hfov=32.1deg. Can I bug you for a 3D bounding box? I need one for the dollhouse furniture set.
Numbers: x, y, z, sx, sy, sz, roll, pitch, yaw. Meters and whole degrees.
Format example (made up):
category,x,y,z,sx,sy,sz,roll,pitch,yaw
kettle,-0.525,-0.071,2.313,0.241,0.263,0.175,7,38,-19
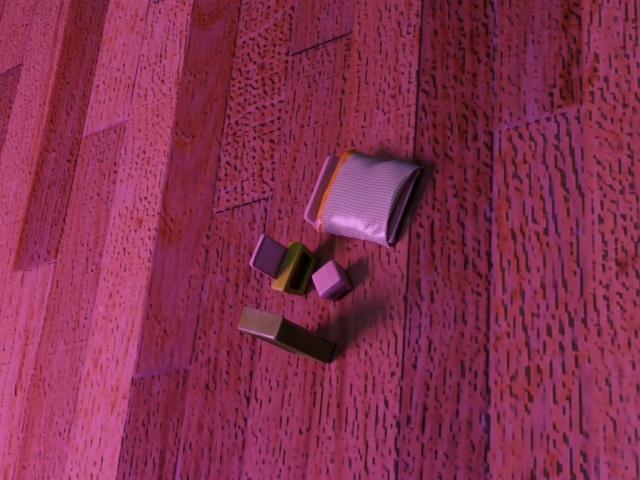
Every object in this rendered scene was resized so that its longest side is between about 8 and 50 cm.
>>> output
category,x,y,z,sx,sy,sz,roll,pitch,yaw
dollhouse furniture set,0.000,0.000,0.736,0.076,0.058,0.152,12,76,44
